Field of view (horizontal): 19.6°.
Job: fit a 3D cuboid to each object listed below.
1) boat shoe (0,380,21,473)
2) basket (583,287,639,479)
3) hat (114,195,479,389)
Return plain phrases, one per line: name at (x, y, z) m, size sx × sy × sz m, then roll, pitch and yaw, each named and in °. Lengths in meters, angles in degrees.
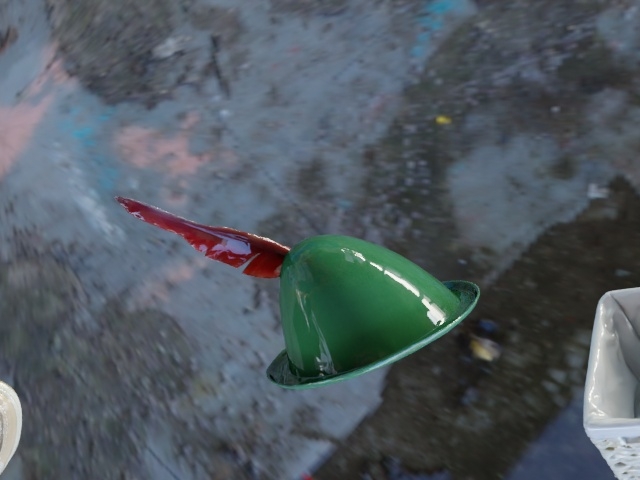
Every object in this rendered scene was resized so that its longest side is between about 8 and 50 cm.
boat shoe at (-0.255, 0.168, 1.297) m, size 0.063 × 0.059 × 0.170 m, roll 21°, pitch 125°, yaw -8°
basket at (0.325, 0.137, 1.767) m, size 0.113 × 0.167 × 0.103 m, roll -8°, pitch 137°, yaw 25°
hat at (0.000, 0.000, 1.426) m, size 0.208 × 0.173 × 0.183 m, roll -31°, pitch 104°, yaw -36°
